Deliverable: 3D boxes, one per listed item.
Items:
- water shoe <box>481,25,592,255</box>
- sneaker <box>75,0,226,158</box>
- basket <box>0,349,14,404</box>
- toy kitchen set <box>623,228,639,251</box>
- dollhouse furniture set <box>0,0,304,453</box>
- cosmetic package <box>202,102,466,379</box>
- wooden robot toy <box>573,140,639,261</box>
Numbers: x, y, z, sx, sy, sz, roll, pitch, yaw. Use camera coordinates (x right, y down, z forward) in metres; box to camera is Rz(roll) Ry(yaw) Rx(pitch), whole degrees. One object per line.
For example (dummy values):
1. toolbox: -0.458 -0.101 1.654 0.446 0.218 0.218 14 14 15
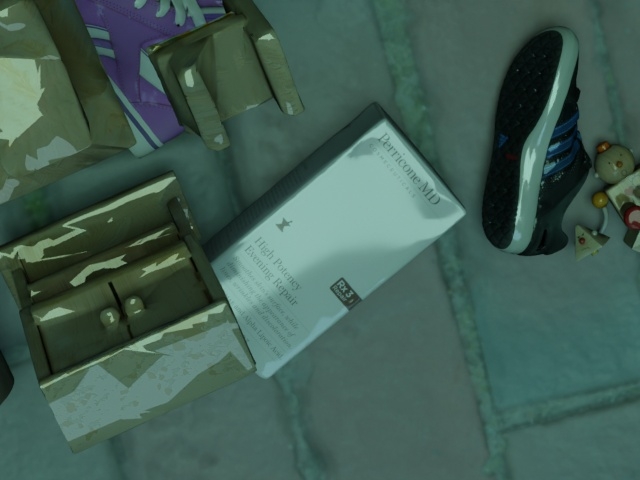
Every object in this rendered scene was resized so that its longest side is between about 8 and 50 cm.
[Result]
1. water shoe: 0.198 -0.087 1.728 0.080 0.073 0.203 7 103 -34
2. sneaker: -0.154 -0.201 1.597 0.161 0.102 0.282 -31 140 8
3. basket: -0.371 0.063 1.656 0.204 0.154 0.227 -31 107 8
4. toy kitchen set: 0.326 -0.017 1.744 0.075 0.068 0.083 20 99 -10
5. dollhouse furniture set: -0.210 -0.082 1.504 0.362 0.256 0.394 -24 119 -5
6. cosmetic package: 0.000 0.000 1.709 0.231 0.085 0.117 -41 104 5
7. wooden robot toy: 0.277 -0.058 1.733 0.173 0.076 0.079 -34 93 2
